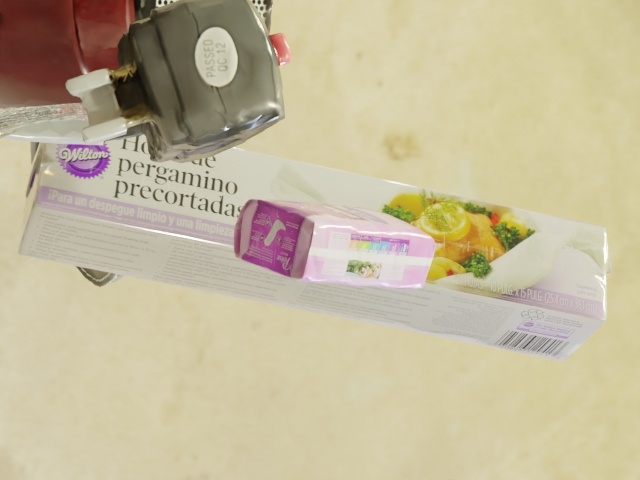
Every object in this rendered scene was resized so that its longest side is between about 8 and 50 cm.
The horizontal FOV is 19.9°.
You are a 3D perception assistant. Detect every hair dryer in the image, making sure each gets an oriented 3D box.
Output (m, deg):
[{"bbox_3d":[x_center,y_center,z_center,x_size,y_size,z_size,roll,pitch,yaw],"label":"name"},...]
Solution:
[{"bbox_3d":[-0.125,-0.073,0.525,0.223,0.293,0.080,4,95,-6],"label":"hair dryer"}]

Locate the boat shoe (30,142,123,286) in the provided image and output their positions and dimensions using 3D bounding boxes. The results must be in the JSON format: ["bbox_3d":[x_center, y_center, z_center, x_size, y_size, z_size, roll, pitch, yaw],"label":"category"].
[{"bbox_3d":[-0.210,-0.046,1.639,0.091,0.109,0.305,-48,162,-30],"label":"boat shoe"}]

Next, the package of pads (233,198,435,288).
[{"bbox_3d":[0.007,0.002,0.831,0.083,0.050,0.032,5,100,-45],"label":"package of pads"}]

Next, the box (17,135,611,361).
[{"bbox_3d":[0.000,0.000,1.008,0.324,0.067,0.063,11,60,-12],"label":"box"}]
